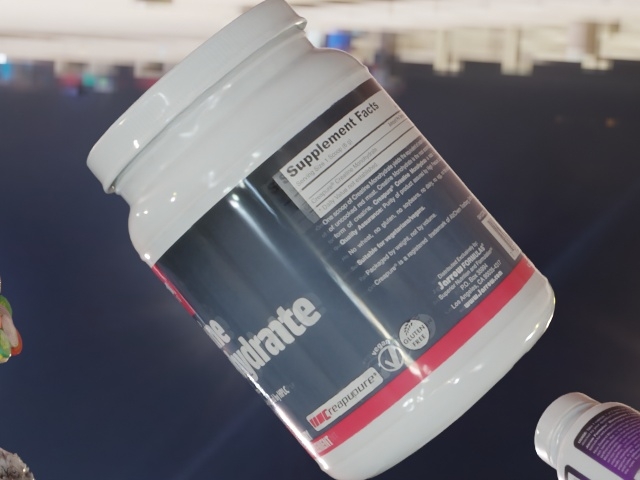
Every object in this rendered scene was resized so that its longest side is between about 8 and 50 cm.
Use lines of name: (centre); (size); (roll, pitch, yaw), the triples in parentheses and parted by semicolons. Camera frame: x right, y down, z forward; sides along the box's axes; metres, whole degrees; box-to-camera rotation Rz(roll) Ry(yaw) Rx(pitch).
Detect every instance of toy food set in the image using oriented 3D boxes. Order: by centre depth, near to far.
toy food set: (-0.241, 0.051, 1.322); (0.020, 0.082, 0.083); (-22, -166, 8)

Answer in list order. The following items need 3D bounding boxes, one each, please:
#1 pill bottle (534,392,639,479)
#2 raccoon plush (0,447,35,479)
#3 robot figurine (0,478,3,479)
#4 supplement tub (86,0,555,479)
pill bottle: (0.299, 0.222, 1.769); (0.108, 0.108, 0.193); (1, -160, -36)
raccoon plush: (-0.290, 0.377, 1.989); (0.216, 0.446, 0.299); (-28, 159, -33)
robot figurine: (-0.407, 0.339, 1.851); (0.291, 0.211, 0.085); (14, 155, -32)
supplement tub: (0.000, 0.000, 1.171); (0.191, 0.272, 0.191); (-41, 179, -1)
